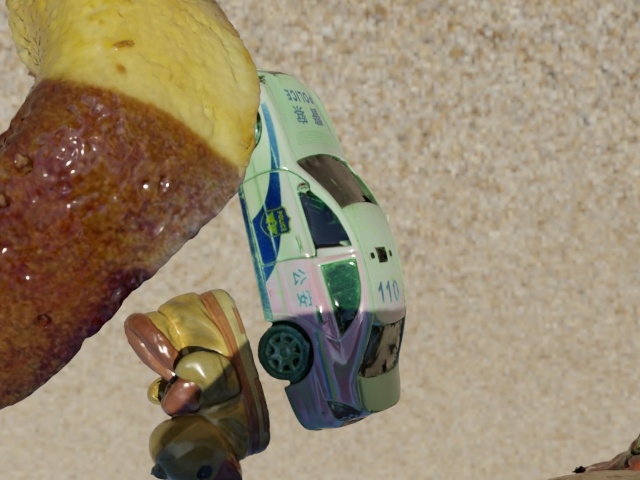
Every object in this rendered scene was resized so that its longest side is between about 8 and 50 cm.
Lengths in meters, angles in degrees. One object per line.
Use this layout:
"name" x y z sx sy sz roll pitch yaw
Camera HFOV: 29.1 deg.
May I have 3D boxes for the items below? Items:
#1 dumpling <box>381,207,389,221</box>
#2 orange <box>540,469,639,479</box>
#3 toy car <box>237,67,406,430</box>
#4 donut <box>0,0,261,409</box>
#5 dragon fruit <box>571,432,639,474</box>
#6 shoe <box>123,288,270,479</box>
"dumpling" 0.011 0.006 0.833 0.057 0.076 0.052 19 180 16
"orange" 0.091 0.196 0.371 0.274 0.274 0.310 -20 163 34
"toy car" 0.000 0.000 0.749 0.076 0.224 0.090 -15 176 27
"donut" -0.131 -0.045 0.656 0.151 0.295 0.112 6 158 42
"dragon fruit" 0.367 0.367 1.454 0.245 0.298 0.244 12 -175 -1
"shoe" -0.073 0.085 0.706 0.069 0.109 0.072 -7 -173 -23
